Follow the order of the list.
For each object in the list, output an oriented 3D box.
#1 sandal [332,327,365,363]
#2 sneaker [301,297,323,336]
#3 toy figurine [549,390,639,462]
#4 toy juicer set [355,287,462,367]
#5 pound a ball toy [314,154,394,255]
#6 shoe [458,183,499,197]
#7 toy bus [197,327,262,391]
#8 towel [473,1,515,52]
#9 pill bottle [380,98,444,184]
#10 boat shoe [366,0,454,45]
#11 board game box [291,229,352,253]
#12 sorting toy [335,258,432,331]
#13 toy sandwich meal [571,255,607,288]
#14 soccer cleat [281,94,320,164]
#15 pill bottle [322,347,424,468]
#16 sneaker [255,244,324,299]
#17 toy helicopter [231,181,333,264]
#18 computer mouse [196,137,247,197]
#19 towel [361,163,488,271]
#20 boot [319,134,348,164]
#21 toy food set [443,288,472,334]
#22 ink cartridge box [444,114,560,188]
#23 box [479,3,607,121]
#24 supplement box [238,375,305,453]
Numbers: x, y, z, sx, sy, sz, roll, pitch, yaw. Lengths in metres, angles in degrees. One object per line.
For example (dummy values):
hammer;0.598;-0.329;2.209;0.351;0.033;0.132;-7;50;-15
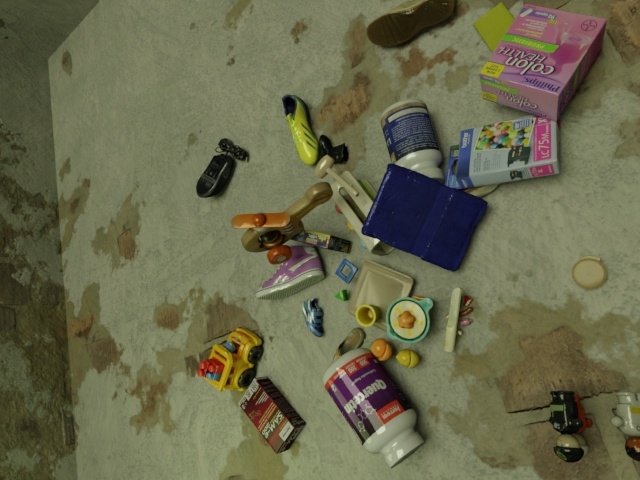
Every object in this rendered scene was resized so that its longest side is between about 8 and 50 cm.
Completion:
sandal;0.084;0.366;1.563;0.072;0.049;0.180;35;103;34
sneaker;-0.020;0.265;1.652;0.059;0.053;0.144;-34;66;24
toy figurine;0.632;0.422;1.065;0.210;0.213;0.148;-9;66;30
toy juicer set;0.266;0.268;1.386;0.329;0.089;0.209;-15;82;31
pound a ball toy;0.106;-0.106;1.525;0.136;0.208;0.319;-45;61;21
shoe;0.462;-0.167;1.382;0.219;0.058;0.076;-29;46;25
toy bus;-0.348;0.443;1.761;0.149;0.211;0.220;23;94;37
towel;0.552;-0.592;1.404;0.102;0.021;0.237;-33;64;21
pill bottle;0.286;-0.284;1.460;0.153;0.153;0.264;-23;70;31
boat shoe;0.297;-0.738;1.567;0.302;0.109;0.098;-12;36;34
board game box;0.000;0.000;1.625;0.170;0.141;0.048;13;90;37
sorting toy;0.195;0.177;1.515;0.348;0.047;0.196;23;100;31
toy sandwich meal;0.679;0.080;1.200;0.086;0.029;0.085;-2;86;34
soccer cleat;-0.084;-0.411;1.762;0.093;0.121;0.289;-25;69;30
pill bottle;0.158;0.492;1.409;0.181;0.181;0.323;-50;59;19
sneaker;-0.122;0.110;1.729;0.282;0.102;0.161;-25;65;19
toy helicopter;-0.113;-0.073;1.485;0.355;0.235;0.140;-37;62;25
computer mouse;-0.424;-0.289;2.024;0.188;0.072;0.272;35;91;36
towel;0.294;-0.067;1.369;0.308;0.076;0.227;22;100;-4
boot;0.047;-0.329;1.704;0.099;0.045;0.121;-7;86;37
toy food set;0.407;0.209;1.379;0.078;0.019;0.122;20;86;36
ink cartridge box;0.494;-0.246;1.324;0.311;0.065;0.185;-8;54;36
box;0.581;-0.473;1.254;0.214;0.117;0.243;31;84;30
supplement box;-0.176;0.618;1.695;0.239;0.073;0.130;39;105;32
